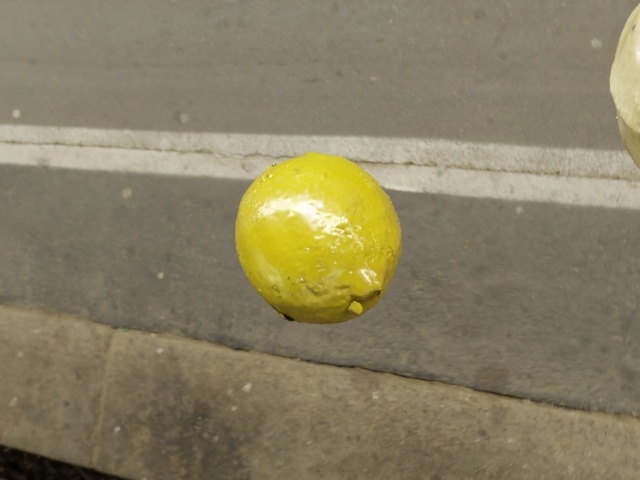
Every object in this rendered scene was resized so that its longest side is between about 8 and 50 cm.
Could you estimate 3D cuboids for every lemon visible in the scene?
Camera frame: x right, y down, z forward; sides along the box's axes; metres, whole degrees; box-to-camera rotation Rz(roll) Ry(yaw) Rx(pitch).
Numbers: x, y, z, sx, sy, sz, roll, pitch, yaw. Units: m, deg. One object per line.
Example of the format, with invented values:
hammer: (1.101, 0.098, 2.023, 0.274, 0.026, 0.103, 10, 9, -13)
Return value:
lemon: (0.000, 0.000, 0.758, 0.173, 0.173, 0.206, -48, 47, 10)

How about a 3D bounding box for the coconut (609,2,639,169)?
coconut: (0.321, -0.117, 0.560, 0.194, 0.194, 0.195, -4, 80, 22)
